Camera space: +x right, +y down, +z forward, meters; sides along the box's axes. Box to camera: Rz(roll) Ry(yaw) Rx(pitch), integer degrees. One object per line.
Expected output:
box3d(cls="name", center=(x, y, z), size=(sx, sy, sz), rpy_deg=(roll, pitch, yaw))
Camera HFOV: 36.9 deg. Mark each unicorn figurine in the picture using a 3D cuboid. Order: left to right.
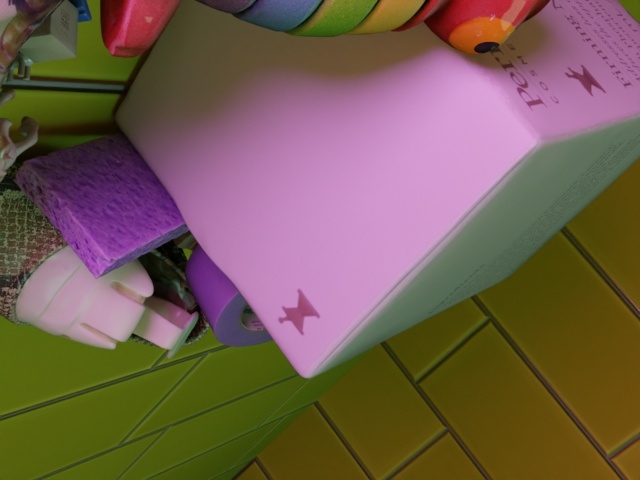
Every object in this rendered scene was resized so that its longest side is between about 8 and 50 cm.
box3d(cls="unicorn figurine", center=(-0.256, -0.069, 0.702), size=(0.162, 0.060, 0.111), rpy_deg=(-22, -145, 24))

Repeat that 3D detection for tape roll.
box3d(cls="tape roll", center=(-0.050, 0.034, 1.077), size=(0.189, 0.080, 0.189), rpy_deg=(-25, 155, -13))

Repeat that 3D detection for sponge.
box3d(cls="sponge", center=(-0.177, -0.047, 0.904), size=(0.031, 0.117, 0.210), rpy_deg=(-46, 174, 31))

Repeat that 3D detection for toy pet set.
box3d(cls="toy pet set", center=(-0.232, -0.164, 0.680), size=(0.114, 0.065, 0.122), rpy_deg=(-5, 166, 12))

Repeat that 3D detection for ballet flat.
box3d(cls="ballet flat", center=(-0.222, 0.044, 1.013), size=(0.164, 0.182, 0.483), rpy_deg=(-47, 163, 1))

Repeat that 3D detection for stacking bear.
box3d(cls="stacking bear", center=(0.027, -0.194, 0.602), size=(0.289, 0.164, 0.175), rpy_deg=(5, 161, -27))

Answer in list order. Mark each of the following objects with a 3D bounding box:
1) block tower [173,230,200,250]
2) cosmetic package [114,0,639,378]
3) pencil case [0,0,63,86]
box3d(cls="block tower", center=(-0.065, -0.020, 1.164), size=(0.091, 0.097, 0.335), rpy_deg=(-39, 156, 15))
box3d(cls="cosmetic package", center=(0.091, -0.131, 0.936), size=(0.394, 0.329, 0.327), rpy_deg=(-20, 157, -50))
box3d(cls="pencil case", center=(-0.272, -0.085, 0.563), size=(0.184, 0.159, 0.410), rpy_deg=(26, 122, -29))
